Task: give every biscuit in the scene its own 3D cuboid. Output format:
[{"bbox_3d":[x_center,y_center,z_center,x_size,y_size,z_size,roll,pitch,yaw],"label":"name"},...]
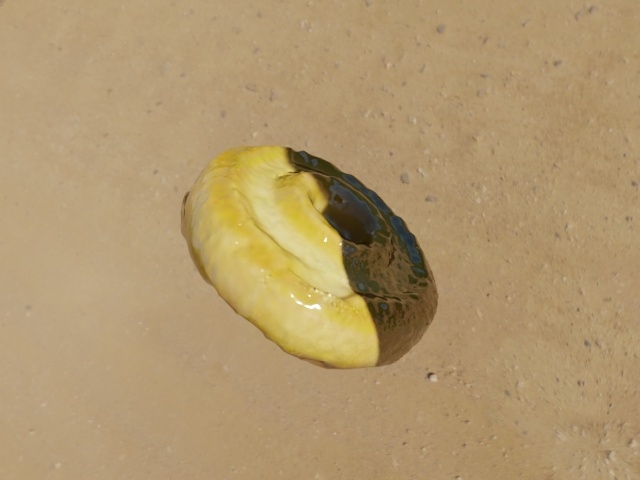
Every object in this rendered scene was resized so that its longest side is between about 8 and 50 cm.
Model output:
[{"bbox_3d":[0.000,0.000,0.582,0.296,0.296,0.102,53,124,32],"label":"biscuit"}]

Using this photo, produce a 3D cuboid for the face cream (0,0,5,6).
[{"bbox_3d":[-0.218,-0.214,0.341,0.163,0.080,0.336,-53,36,24],"label":"face cream"}]
